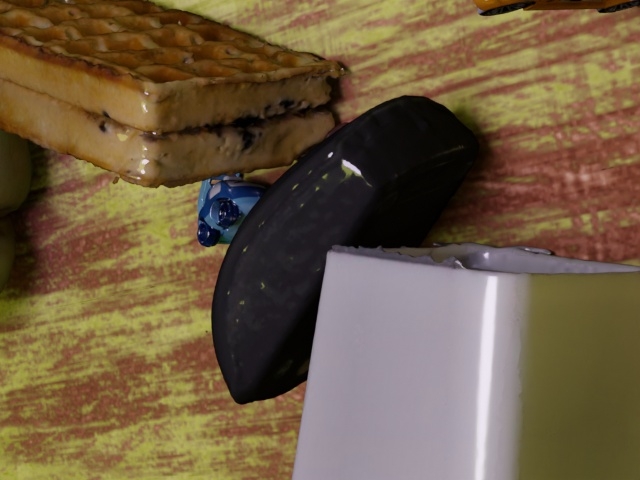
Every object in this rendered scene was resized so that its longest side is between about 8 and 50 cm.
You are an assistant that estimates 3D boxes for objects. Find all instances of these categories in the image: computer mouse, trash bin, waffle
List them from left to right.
[{"bbox_3d":[-0.158,-0.130,1.472,0.308,0.213,0.091,24,114,40],"label":"waffle"},{"bbox_3d":[0.000,0.000,1.358,0.100,0.170,0.269,42,123,15],"label":"computer mouse"},{"bbox_3d":[0.091,0.188,1.227,0.256,0.296,0.367,8,96,46],"label":"trash bin"}]

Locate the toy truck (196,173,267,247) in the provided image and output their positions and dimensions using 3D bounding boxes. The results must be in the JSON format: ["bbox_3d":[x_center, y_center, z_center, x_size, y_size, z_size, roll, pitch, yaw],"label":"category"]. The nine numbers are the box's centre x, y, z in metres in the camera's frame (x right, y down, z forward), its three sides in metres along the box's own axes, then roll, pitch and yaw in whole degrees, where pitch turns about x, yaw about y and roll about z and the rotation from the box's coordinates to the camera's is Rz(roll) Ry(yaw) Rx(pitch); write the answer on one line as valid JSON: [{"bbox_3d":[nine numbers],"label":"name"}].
[{"bbox_3d":[-0.075,-0.042,1.520,0.073,0.056,0.090,-40,55,48],"label":"toy truck"}]

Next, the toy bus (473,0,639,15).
[{"bbox_3d":[0.167,-0.192,1.141,0.088,0.194,0.083,-16,86,43],"label":"toy bus"}]

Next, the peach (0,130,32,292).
[{"bbox_3d":[-0.412,-0.053,1.720,0.292,0.247,0.292,14,120,25],"label":"peach"}]
